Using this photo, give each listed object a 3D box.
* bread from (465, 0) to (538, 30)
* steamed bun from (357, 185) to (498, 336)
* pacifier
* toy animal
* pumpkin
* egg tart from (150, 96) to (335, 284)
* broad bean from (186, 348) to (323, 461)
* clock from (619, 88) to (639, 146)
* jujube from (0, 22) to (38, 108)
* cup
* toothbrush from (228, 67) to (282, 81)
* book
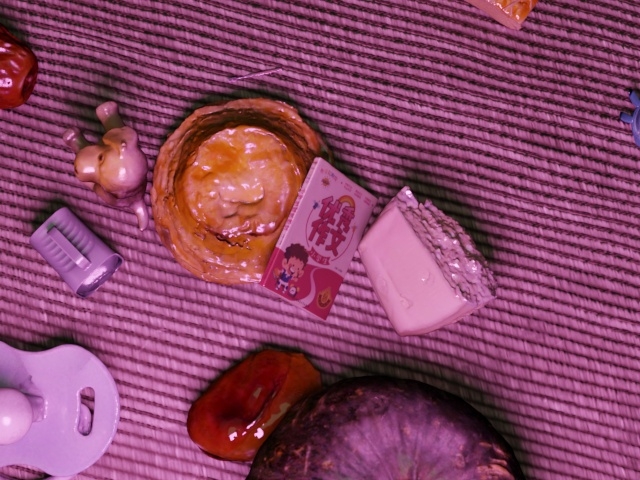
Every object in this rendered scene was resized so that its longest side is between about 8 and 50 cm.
[{"bbox_3d":[0.303,-0.467,1.848,0.188,0.068,0.125,33,81,4],"label":"bread"},{"bbox_3d":[0.176,0.028,1.710,0.170,0.200,0.226,-16,76,-44],"label":"steamed bun"},{"bbox_3d":[-0.469,0.277,1.626,0.299,0.233,0.244,3,83,1],"label":"pacifier"},{"bbox_3d":[-0.339,-0.121,1.705,0.121,0.233,0.169,-32,74,-11],"label":"toy animal"},{"bbox_3d":[0.092,0.424,1.554,0.454,0.344,0.455,3,70,-10],"label":"pumpkin"},{"bbox_3d":[-0.126,-0.090,1.750,0.341,0.129,0.341,0,80,-3],"label":"egg tart"},{"bbox_3d":[-0.104,0.267,1.691,0.228,0.122,0.156,-32,57,-12],"label":"broad bean"},{"bbox_3d":[0.587,-0.204,1.820,0.147,0.045,0.108,26,80,4],"label":"clock"},{"bbox_3d":[-0.604,-0.315,1.759,0.255,0.190,0.190,23,81,-4],"label":"jujube"},{"bbox_3d":[-0.404,0.019,1.725,0.129,0.128,0.095,43,84,9],"label":"cup"},{"bbox_3d":[-0.114,-0.291,1.842,0.097,0.008,0.006,-13,94,-4],"label":"toothbrush"},{"bbox_3d":[0.000,0.000,1.733,0.022,0.162,0.232,15,77,45],"label":"book"}]
